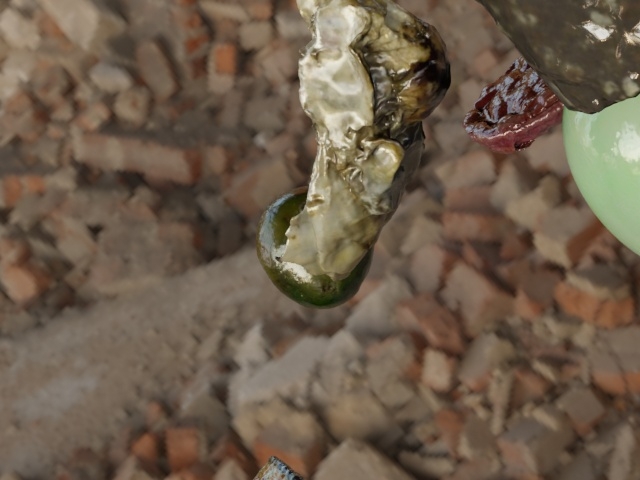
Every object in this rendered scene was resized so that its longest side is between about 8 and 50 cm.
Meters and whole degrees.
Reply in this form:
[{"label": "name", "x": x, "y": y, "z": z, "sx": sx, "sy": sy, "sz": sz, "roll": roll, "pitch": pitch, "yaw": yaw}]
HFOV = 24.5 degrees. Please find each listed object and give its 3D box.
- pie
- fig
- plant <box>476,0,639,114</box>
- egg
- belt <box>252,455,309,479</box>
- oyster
[{"label": "pie", "x": 0.192, "y": -0.130, "z": 1.284, "sx": 0.154, "sy": 0.038, "sz": 0.153, "roll": -34, "pitch": 20, "yaw": 14}, {"label": "fig", "x": 0.000, "y": 0.000, "z": 1.398, "sx": 0.117, "sy": 0.117, "sz": 0.177, "roll": -33, "pitch": 1, "yaw": 11}, {"label": "plant", "x": 0.155, "y": -0.251, "z": 0.916, "sx": 0.194, "sy": 0.320, "sz": 0.181, "roll": -25, "pitch": 12, "yaw": 36}, {"label": "egg", "x": 0.317, "y": -0.077, "z": 1.167, "sx": 0.220, "sy": 0.270, "sz": 0.220, "roll": -31, "pitch": 51, "yaw": 47}, {"label": "belt", "x": 0.019, "y": 0.329, "z": 1.440, "sx": 0.257, "sy": 0.207, "sz": 0.150, "roll": 35, "pitch": 84, "yaw": 20}, {"label": "oyster", "x": 0.038, "y": -0.077, "z": 1.050, "sx": 0.107, "sy": 0.232, "sz": 0.161, "roll": 8, "pitch": 41, "yaw": 14}]
